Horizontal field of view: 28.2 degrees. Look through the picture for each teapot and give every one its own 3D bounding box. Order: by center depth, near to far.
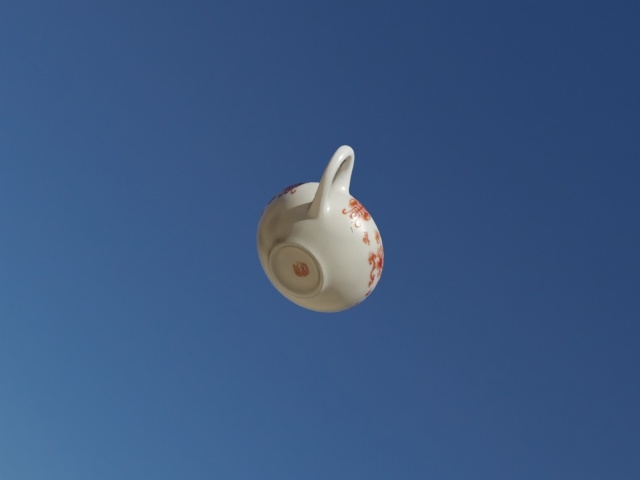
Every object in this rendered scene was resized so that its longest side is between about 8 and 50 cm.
[{"bbox_3d":[0.000,0.000,1.492,0.159,0.116,0.245,38,-51,24],"label":"teapot"}]
